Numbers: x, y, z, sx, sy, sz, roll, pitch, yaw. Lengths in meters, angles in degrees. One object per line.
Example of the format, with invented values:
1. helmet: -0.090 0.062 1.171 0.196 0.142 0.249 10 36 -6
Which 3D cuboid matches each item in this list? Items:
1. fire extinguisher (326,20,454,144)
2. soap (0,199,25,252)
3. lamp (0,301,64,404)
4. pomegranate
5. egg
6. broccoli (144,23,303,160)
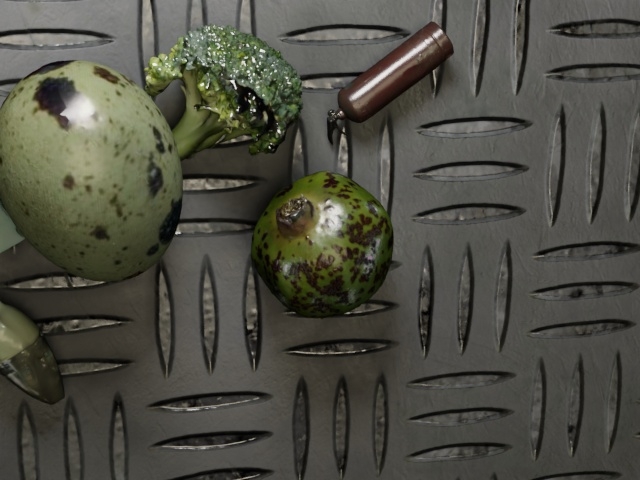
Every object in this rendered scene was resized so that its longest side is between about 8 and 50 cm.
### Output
1. fire extinguisher: 0.112 -0.271 1.883 0.267 0.072 0.089 -37 147 -1
2. soap: -0.568 -0.088 1.726 0.091 0.145 0.231 -30 109 -3
3. lamp: -0.521 0.187 1.841 0.101 0.101 0.250 -30 113 -4
4. pomegranate: 0.000 0.000 1.833 0.254 0.254 0.270 -37 144 -1
5. egg: -0.359 -0.102 1.695 0.287 0.287 0.379 -28 123 -4
6. broccoli: -0.168 -0.220 1.760 0.263 0.247 0.243 -5 149 -49
